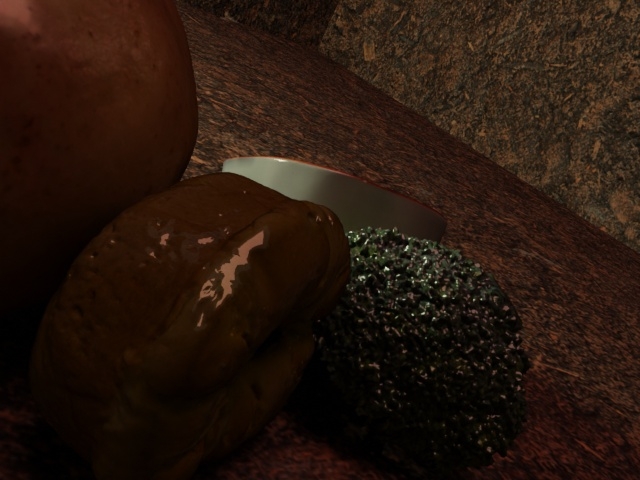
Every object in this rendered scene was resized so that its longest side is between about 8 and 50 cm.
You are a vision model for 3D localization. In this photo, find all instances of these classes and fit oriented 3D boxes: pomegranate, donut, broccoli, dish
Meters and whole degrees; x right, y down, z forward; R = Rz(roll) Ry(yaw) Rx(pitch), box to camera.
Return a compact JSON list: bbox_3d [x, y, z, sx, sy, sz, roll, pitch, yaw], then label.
[{"bbox_3d":[-0.252,-0.117,0.607,0.338,0.338,0.338,24,18,-8],"label":"pomegranate"},{"bbox_3d":[-0.079,0.054,0.587,0.128,0.209,0.261,30,13,14],"label":"donut"},{"bbox_3d":[0.070,0.091,0.750,0.226,0.176,0.198,5,48,29],"label":"broccoli"},{"bbox_3d":[0.000,0.000,0.920,0.256,0.117,0.256,15,-7,2],"label":"dish"}]
